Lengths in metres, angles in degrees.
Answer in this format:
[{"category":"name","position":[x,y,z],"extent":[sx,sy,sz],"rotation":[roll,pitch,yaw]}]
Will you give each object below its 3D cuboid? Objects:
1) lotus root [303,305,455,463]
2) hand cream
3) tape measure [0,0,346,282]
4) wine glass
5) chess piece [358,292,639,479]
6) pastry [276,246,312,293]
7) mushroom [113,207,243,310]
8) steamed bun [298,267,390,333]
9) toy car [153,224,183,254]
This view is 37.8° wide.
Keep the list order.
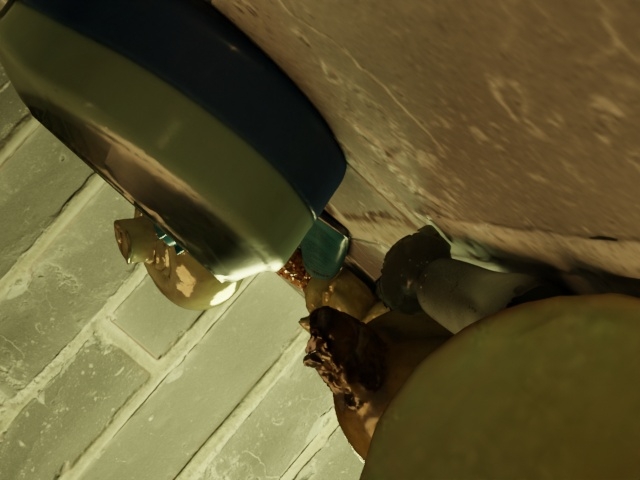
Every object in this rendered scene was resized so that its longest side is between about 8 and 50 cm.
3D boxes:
[{"category":"lotus root","position":[0.111,0.145,0.751],"extent":[0.342,0.151,0.169],"rotation":[28,-178,-36]},{"category":"hand cream","position":[0.000,0.000,1.117],"extent":[0.083,0.048,0.224],"rotation":[40,167,11]},{"category":"tape measure","position":[-0.112,-0.085,0.738],"extent":[0.262,0.138,0.259],"rotation":[38,174,27]},{"category":"wine glass","position":[0.101,0.039,0.622],"extent":[0.072,0.072,0.155],"rotation":[44,173,-27]},{"category":"chess piece","position":[0.226,0.238,0.549],"extent":[0.442,0.234,0.234],"rotation":[45,173,-37]},{"category":"pastry","position":[-0.061,0.024,1.542],"extent":[0.169,0.063,0.087],"rotation":[38,-176,-13]},{"category":"mushroom","position":[-0.221,-0.012,1.459],"extent":[0.202,0.246,0.246],"rotation":[-6,-158,-30]},{"category":"steamed bun","position":[0.083,0.164,1.299],"extent":[0.292,0.137,0.295],"rotation":[39,172,-10]},{"category":"toy car","position":[-0.195,-0.076,1.258],"extent":[0.161,0.098,0.126],"rotation":[67,-173,26]}]
